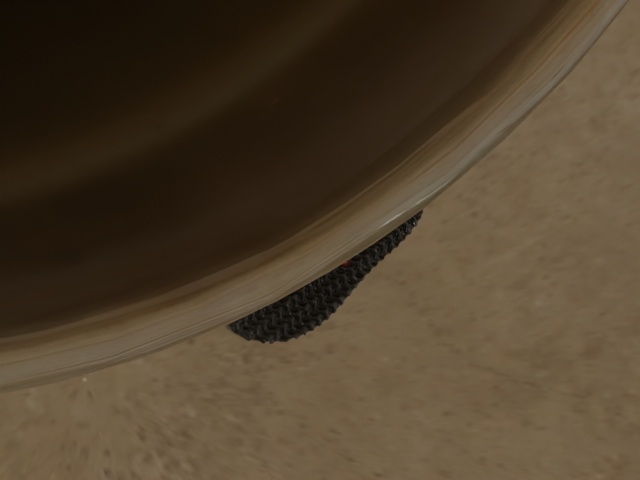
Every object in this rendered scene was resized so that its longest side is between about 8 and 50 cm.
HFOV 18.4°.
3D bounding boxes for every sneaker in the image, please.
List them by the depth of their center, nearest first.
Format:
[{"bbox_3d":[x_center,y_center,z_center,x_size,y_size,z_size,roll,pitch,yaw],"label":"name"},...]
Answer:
[{"bbox_3d":[0.000,0.000,1.273,0.057,0.075,0.161,39,110,-23],"label":"sneaker"}]

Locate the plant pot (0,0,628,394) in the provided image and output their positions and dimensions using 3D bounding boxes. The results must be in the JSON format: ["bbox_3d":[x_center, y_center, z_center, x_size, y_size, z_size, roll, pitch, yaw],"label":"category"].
[{"bbox_3d":[-0.109,-0.170,0.373,0.323,0.280,0.323,-11,115,-25],"label":"plant pot"}]
